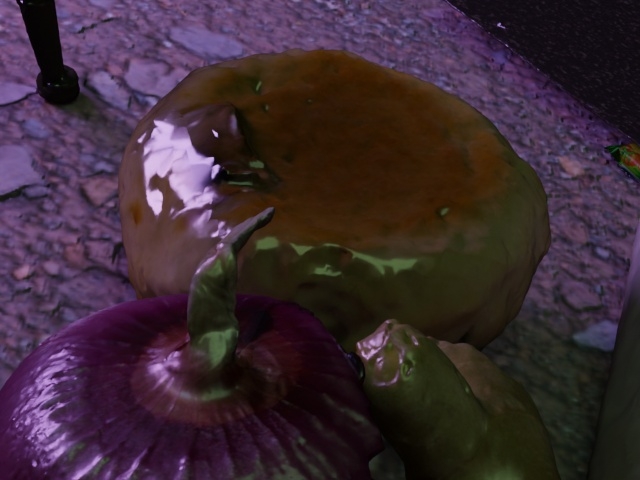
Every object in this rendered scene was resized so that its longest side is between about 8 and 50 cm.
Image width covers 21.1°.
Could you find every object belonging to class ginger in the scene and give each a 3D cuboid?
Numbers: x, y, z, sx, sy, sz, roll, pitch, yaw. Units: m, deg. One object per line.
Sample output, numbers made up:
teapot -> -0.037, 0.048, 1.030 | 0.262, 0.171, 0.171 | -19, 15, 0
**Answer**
ginger -> 0.098, 0.168, 0.724 | 0.118, 0.065, 0.298 | 16, 45, -58

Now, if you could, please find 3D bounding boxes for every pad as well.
pad -> 0.260, -0.112, 1.235 | 0.220, 0.004, 0.330 | -16, 46, -40

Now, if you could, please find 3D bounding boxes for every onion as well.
onion -> -0.062, 0.118, 0.732 | 0.201, 0.200, 0.207 | -11, 61, -29

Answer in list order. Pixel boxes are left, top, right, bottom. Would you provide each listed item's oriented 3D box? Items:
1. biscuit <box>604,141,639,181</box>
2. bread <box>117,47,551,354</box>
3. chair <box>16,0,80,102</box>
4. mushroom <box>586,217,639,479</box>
biscuit -> 0.233, -0.041, 1.142 | 0.046, 0.016, 0.089 | -17, 47, -34
bread -> 0.000, 0.000, 0.926 | 0.244, 0.134, 0.244 | 6, 37, -5
chair -> -0.340, -0.225, 0.872 | 0.365, 0.410, 0.362 | 23, 38, 10
mushroom -> 0.304, 0.099, 0.862 | 0.314, 0.224, 0.397 | 31, 43, -5
